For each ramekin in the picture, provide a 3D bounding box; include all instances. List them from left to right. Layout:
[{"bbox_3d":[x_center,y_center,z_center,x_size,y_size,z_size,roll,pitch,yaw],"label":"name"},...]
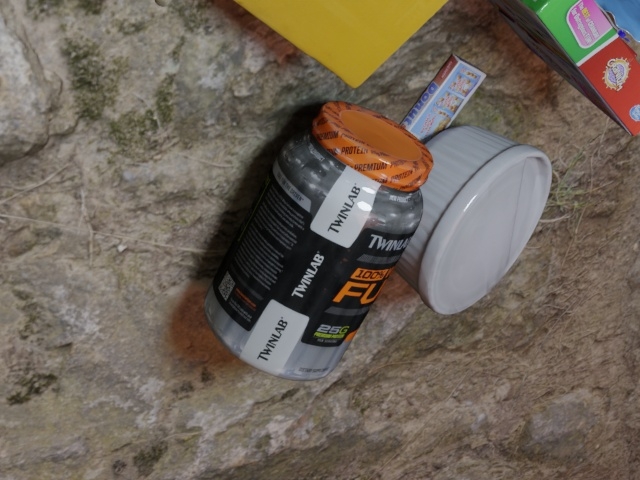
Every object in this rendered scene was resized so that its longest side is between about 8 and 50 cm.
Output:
[{"bbox_3d":[0.196,-0.039,1.990,0.273,0.127,0.273,-38,148,-29],"label":"ramekin"}]

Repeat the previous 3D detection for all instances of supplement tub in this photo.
[{"bbox_3d":[0.000,0.000,1.861,0.207,0.207,0.338,6,122,-40],"label":"supplement tub"}]

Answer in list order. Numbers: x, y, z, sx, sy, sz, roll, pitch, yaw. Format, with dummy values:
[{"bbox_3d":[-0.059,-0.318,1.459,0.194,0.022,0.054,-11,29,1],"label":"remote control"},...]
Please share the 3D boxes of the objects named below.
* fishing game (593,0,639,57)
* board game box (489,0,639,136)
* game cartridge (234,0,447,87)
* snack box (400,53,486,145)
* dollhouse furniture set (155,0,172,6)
[{"bbox_3d":[0.414,-0.320,1.895,0.264,0.189,0.041,-33,167,-49],"label":"fishing game"},{"bbox_3d":[0.289,-0.286,1.794,0.064,0.242,0.316,-46,140,6],"label":"board game box"},{"bbox_3d":[0.016,-0.353,1.554,0.324,0.052,0.285,33,118,-30],"label":"game cartridge"},{"bbox_3d":[0.155,-0.173,1.962,0.064,0.022,0.178,20,113,-45],"label":"snack box"},{"bbox_3d":[-0.163,-0.402,1.418,0.197,0.151,0.301,26,145,-15],"label":"dollhouse furniture set"}]
